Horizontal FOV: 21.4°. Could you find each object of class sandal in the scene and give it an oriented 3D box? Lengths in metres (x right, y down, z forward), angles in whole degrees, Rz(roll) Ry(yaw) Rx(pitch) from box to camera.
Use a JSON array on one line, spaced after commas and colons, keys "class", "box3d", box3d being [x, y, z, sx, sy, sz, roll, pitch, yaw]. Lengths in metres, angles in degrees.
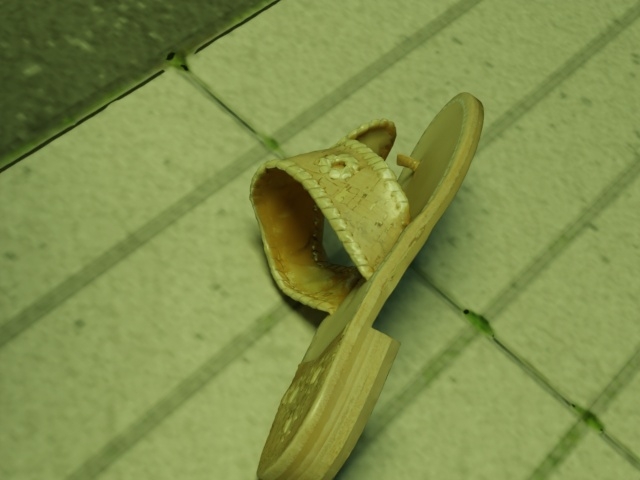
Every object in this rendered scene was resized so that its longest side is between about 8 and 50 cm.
[{"class": "sandal", "box3d": [0.003, -0.003, 0.737, 0.079, 0.088, 0.240, 31, 48, -9]}]
